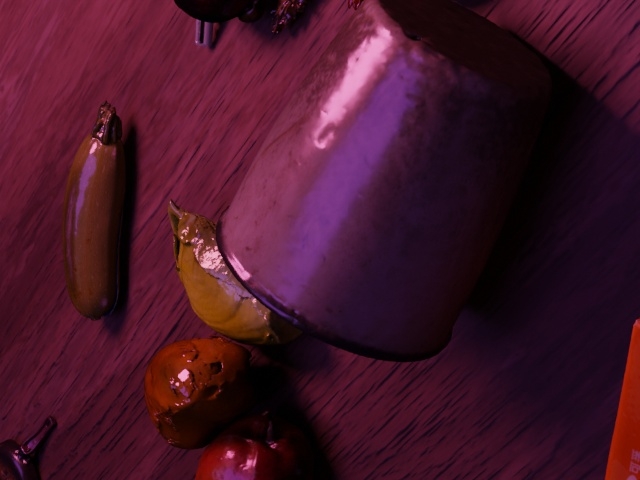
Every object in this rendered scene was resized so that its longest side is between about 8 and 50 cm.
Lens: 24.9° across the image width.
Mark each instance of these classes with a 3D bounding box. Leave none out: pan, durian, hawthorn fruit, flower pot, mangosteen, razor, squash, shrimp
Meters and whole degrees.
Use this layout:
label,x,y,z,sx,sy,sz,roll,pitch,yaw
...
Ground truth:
label,x,y,z,sx,sy,sz,roll,pitch,yaw
pan,-0.490,0.360,2.402,0.115,0.040,0.212,52,131,19
durian,-0.118,0.051,1.905,0.250,0.101,0.139,43,141,32
hawthorn fruit,-0.081,0.292,1.878,0.157,0.157,0.194,44,135,31
flower pot,0.085,-0.079,1.564,0.293,0.293,0.330,46,120,30
mangosteen,-0.118,-0.341,1.818,0.152,0.152,0.152,11,105,44
razor,-0.198,-0.358,1.973,0.211,0.036,0.084,53,150,32
squash,-0.333,-0.045,2.130,0.094,0.094,0.341,24,117,41
shrimp,0.005,-0.305,1.773,0.124,0.034,0.178,43,121,24

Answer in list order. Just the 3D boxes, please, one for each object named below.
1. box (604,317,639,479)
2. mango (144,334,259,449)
label,x,y,z,sx,sy,sz,roll,pitch,yaw
box,0.441,0.214,1.339,0.341,0.143,0.225,22,113,40
mango,-0.161,0.199,1.911,0.249,0.151,0.156,125,170,-80
